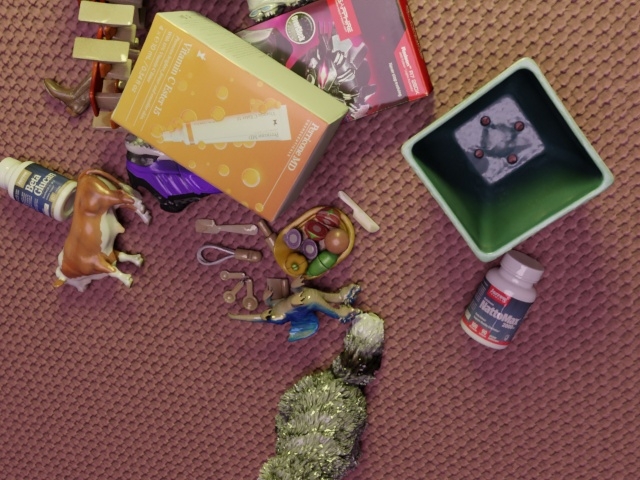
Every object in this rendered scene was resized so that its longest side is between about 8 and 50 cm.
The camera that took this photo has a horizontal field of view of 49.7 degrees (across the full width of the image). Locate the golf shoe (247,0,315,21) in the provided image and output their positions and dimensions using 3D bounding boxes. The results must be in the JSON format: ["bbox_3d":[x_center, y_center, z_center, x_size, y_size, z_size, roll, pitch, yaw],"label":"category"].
[{"bbox_3d":[-0.061,-0.476,1.296,0.176,0.069,0.086,-15,98,15],"label":"golf shoe"}]

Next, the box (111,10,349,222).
[{"bbox_3d":[-0.158,-0.228,1.244,0.345,0.168,0.215,32,114,2],"label":"box"}]

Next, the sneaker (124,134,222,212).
[{"bbox_3d":[-0.271,-0.121,1.442,0.293,0.102,0.146,16,114,12],"label":"sneaker"}]

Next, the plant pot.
[{"bbox_3d":[0.317,-0.157,1.216,0.248,0.252,0.247,-35,98,19],"label":"plant pot"}]

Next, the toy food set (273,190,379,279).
[{"bbox_3d":[0.000,0.000,1.415,0.218,0.071,0.128,-37,96,11],"label":"toy food set"}]

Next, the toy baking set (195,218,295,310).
[{"bbox_3d":[-0.162,0.045,1.502,0.196,0.030,0.256,-26,101,18],"label":"toy baking set"}]

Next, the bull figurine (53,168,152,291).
[{"bbox_3d":[-0.483,0.000,1.521,0.188,0.101,0.310,16,114,1],"label":"bull figurine"}]

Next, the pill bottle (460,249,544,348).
[{"bbox_3d":[0.364,0.114,1.372,0.108,0.108,0.180,25,111,3],"label":"pill bottle"}]

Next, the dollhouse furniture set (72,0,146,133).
[{"bbox_3d":[-0.413,-0.365,1.312,0.135,0.262,0.259,4,70,-9],"label":"dollhouse furniture set"}]

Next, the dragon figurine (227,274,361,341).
[{"bbox_3d":[-0.053,0.156,1.467,0.289,0.085,0.144,-26,135,21],"label":"dragon figurine"}]

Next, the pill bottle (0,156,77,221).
[{"bbox_3d":[-0.620,-0.116,1.513,0.169,0.094,0.094,25,111,3],"label":"pill bottle"}]

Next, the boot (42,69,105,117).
[{"bbox_3d":[-0.511,-0.329,1.452,0.114,0.037,0.106,-34,111,23],"label":"boot"}]

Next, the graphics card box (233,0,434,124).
[{"bbox_3d":[0.003,-0.331,1.313,0.371,0.094,0.233,-15,105,18],"label":"graphics card box"}]

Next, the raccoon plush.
[{"bbox_3d":[-0.013,0.383,1.436,0.216,0.299,0.446,12,109,8],"label":"raccoon plush"}]
